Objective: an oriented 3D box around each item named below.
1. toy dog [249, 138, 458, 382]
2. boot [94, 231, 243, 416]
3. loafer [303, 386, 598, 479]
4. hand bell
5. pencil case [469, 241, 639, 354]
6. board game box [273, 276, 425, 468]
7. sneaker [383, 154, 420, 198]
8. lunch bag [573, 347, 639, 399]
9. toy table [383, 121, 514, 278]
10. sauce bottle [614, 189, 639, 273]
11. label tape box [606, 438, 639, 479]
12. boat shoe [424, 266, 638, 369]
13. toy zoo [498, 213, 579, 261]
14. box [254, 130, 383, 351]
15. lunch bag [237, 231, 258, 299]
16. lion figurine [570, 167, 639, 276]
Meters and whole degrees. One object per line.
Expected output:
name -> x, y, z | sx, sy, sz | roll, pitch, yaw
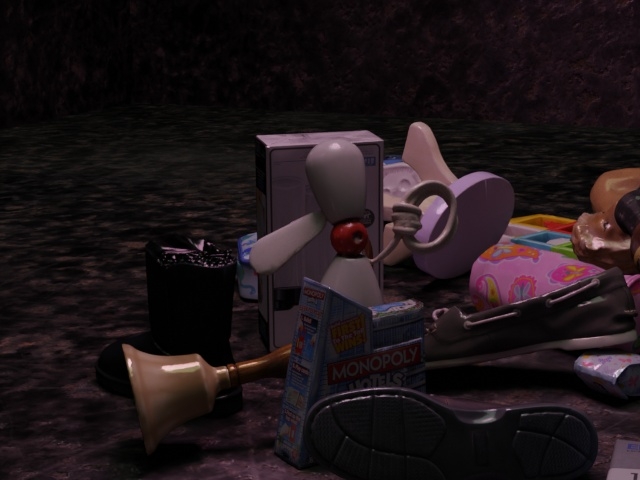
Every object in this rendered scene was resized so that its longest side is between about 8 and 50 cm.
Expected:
toy dog -> 0.020, 0.061, 1.574 | 0.220, 0.334, 0.161 | 20, -13, -23
boot -> -0.190, 0.091, 1.586 | 0.246, 0.207, 0.094 | 10, 18, 43
loafer -> 0.129, 0.209, 1.332 | 0.302, 0.109, 0.095 | 3, -6, -5
hand bell -> -0.089, 0.150, 1.430 | 0.242, 0.126, 0.126 | -12, 15, -10
pencil case -> 0.337, 0.082, 1.774 | 0.124, 0.124, 0.284 | -12, 18, -37
board game box -> 0.041, 0.131, 1.418 | 0.194, 0.194, 0.060 | -10, 16, -30
sneaker -> 0.103, -0.108, 2.610 | 0.322, 0.130, 0.236 | -1, 3, 21
lunch bag -> 0.357, 0.162, 1.560 | 0.083, 0.053, 0.071 | 2, 8, -39
toy table -> 0.187, -0.052, 2.124 | 0.161, 0.252, 0.274 | 26, 14, 31
sauce bottle -> 0.498, 0.027, 1.780 | 0.111, 0.111, 0.344 | -3, 25, -5
label tape box -> 0.362, 0.246, 1.091 | 0.240, 0.106, 0.333 | 3, 14, 16
boat shoe -> 0.228, 0.103, 1.622 | 0.335, 0.096, 0.112 | -9, -6, 12
toy zoo -> 0.410, -0.005, 2.299 | 0.192, 0.030, 0.293 | -13, 18, -39
box -> 0.000, 0.000, 1.772 | 0.169, 0.290, 0.087 | -3, 15, -13
lunch bag -> -0.024, 0.037, 2.058 | 0.219, 0.090, 0.176 | -3, 16, -1
lion figurine -> 0.525, -0.041, 2.167 | 0.240, 0.142, 0.392 | 2, 18, 3
